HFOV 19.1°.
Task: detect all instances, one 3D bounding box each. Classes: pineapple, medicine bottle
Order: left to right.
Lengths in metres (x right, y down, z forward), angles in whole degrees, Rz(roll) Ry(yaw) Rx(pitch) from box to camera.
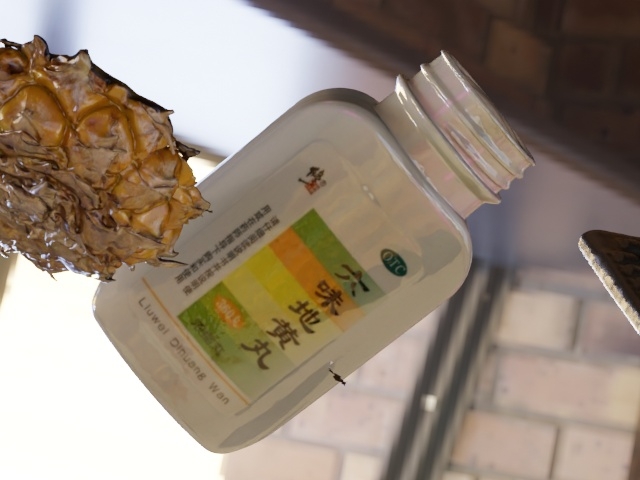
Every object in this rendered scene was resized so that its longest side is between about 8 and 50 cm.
[{"bbox_3d":[-0.176,-0.042,1.235,0.224,0.076,0.225,19,147,13],"label":"pineapple"},{"bbox_3d":[0.000,0.000,1.407,0.179,0.324,0.124,51,-173,-8],"label":"medicine bottle"}]

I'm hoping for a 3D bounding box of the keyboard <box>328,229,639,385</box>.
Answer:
[{"bbox_3d":[0.188,0.036,0.744,0.381,0.041,0.103,4,-158,-12],"label":"keyboard"}]
